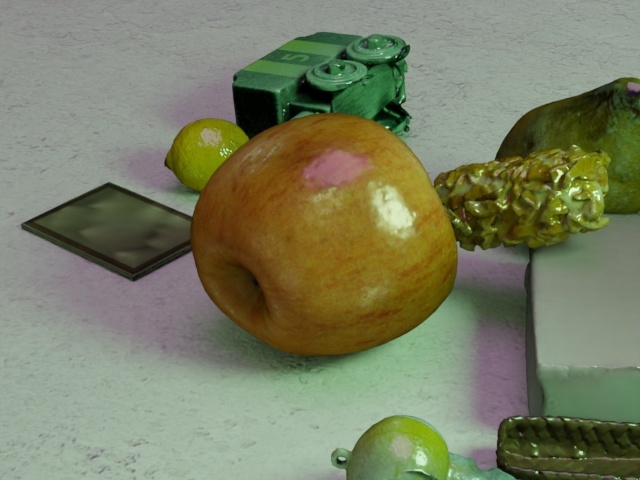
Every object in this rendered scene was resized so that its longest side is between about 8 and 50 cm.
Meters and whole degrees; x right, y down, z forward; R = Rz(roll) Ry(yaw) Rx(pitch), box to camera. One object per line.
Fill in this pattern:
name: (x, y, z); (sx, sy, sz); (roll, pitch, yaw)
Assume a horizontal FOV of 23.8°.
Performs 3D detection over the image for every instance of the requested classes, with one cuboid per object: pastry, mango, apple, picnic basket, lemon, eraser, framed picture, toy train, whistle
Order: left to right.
framed picture: (-0.276, -0.018, 2.098); (0.231, 0.010, 0.173); (23, 36, 35)
lemon: (-0.160, -0.123, 2.188); (0.133, 0.109, 0.109); (-7, 29, 0)
apple: (0.000, 0.000, 1.796); (0.275, 0.299, 0.299); (-28, 37, -20)
toy train: (0.006, -0.223, 2.318); (0.238, 0.167, 0.299); (11, 30, 30)
whistle: (0.119, 0.242, 1.540); (0.223, 0.123, 0.123); (14, 29, -3)
pastry: (0.229, -0.044, 1.844); (0.250, 0.102, 0.154); (-11, 26, 30)
picnic basket: (0.281, 0.236, 1.597); (0.193, 0.055, 0.110); (3, 28, 6)
mango: (0.350, -0.105, 1.968); (0.176, 0.329, 0.176); (21, 59, -29)
eraser: (0.376, 0.099, 1.781); (0.272, 0.122, 0.359); (0, 28, 4)
